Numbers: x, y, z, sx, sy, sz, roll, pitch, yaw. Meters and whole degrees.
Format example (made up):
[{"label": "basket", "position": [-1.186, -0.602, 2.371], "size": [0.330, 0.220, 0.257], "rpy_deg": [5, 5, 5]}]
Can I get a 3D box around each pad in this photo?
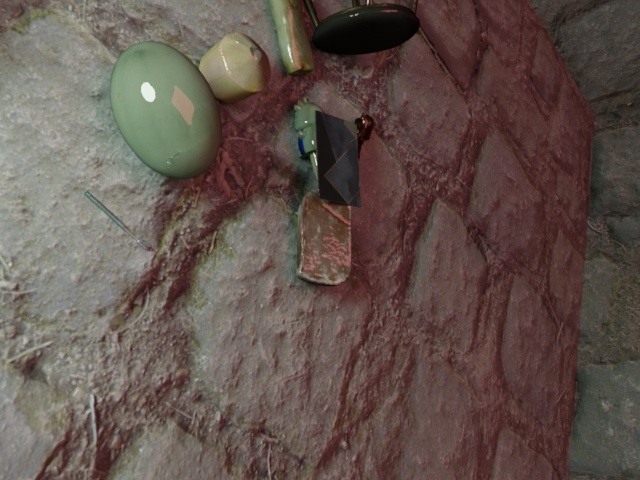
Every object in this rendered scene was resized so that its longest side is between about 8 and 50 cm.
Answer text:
[{"label": "pad", "position": [0.048, -0.217, 1.526], "size": [0.163, 0.004, 0.243], "rpy_deg": [8, 75, -43]}]

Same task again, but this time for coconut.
[{"label": "coconut", "position": [-0.195, -0.411, 1.348], "size": [0.147, 0.152, 0.147], "rpy_deg": [17, 66, -44]}]

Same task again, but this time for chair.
[{"label": "chair", "position": [0.109, -0.775, 1.628], "size": [0.364, 0.361, 0.411], "rpy_deg": [-6, 90, -47]}]

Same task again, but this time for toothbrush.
[{"label": "toothbrush", "position": [-0.404, -0.039, 1.141], "size": [0.167, 0.014, 0.011], "rpy_deg": [48, 33, -27]}]

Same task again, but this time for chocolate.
[{"label": "chocolate", "position": [-0.002, 0.000, 1.503], "size": [0.156, 0.080, 0.254], "rpy_deg": [11, 71, -30]}]

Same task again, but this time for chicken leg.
[{"label": "chicken leg", "position": [0.094, -0.274, 1.675], "size": [0.304, 0.093, 0.113], "rpy_deg": [-60, 140, -46]}]

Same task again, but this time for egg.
[{"label": "egg", "position": [-0.310, -0.260, 1.155], "size": [0.203, 0.202, 0.283], "rpy_deg": [-31, 104, -45]}]

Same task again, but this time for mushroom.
[{"label": "mushroom", "position": [-0.089, -0.610, 1.565], "size": [0.099, 0.081, 0.313], "rpy_deg": [-17, 97, -42]}]

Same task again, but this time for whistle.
[{"label": "whistle", "position": [-0.018, -0.272, 1.543], "size": [0.110, 0.092, 0.245], "rpy_deg": [-9, 85, -48]}]
